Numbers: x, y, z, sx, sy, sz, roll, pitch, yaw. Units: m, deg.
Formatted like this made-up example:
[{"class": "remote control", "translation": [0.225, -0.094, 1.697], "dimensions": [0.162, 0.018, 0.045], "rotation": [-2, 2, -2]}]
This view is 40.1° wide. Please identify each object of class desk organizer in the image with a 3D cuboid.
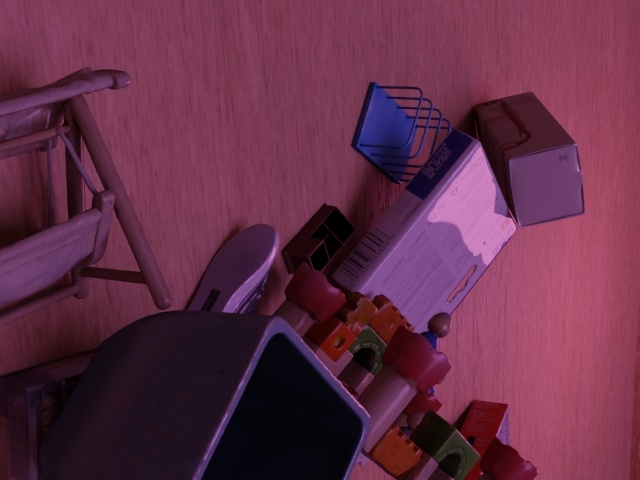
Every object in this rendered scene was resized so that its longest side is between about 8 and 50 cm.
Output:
[{"class": "desk organizer", "translation": [0.000, 0.000, 1.358], "dimensions": [0.130, 0.050, 0.047], "rotation": [-49, 135, -38]}]

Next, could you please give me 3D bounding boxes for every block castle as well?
[{"class": "block castle", "translation": [0.124, 0.231, 1.315], "dimensions": [0.213, 0.303, 0.453], "rotation": [-50, 135, -9]}]

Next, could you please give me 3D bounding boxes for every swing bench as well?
[{"class": "swing bench", "translation": [-0.300, -0.015, 0.825], "dimensions": [0.253, 0.165, 0.254], "rotation": [-28, 115, -49]}]

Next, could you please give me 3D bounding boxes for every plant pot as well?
[{"class": "plant pot", "translation": [-0.139, 0.219, 0.924], "dimensions": [0.247, 0.252, 0.248], "rotation": [53, 55, -46]}]

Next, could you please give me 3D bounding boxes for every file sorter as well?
[{"class": "file sorter", "translation": [0.151, -0.176, 1.492], "dimensions": [0.170, 0.104, 0.118], "rotation": [32, 71, -54]}]

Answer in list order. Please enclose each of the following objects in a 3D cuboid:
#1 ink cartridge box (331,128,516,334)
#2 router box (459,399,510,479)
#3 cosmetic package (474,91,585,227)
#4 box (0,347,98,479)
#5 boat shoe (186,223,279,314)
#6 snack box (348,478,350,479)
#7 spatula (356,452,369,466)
[{"class": "ink cartridge box", "translation": [0.195, 0.017, 1.537], "dimensions": [0.324, 0.071, 0.330], "rotation": [-51, 147, -7]}, {"class": "router box", "translation": [0.345, 0.571, 1.917], "dimensions": [0.301, 0.082, 0.335], "rotation": [-45, 133, -56]}, {"class": "cosmetic package", "translation": [0.399, -0.163, 1.701], "dimensions": [0.296, 0.129, 0.153], "rotation": [-98, 174, -63]}, {"class": "box", "translation": [-0.275, 0.249, 1.009], "dimensions": [0.183, 0.056, 0.231], "rotation": [-13, 108, -53]}, {"class": "boat shoe", "translation": [-0.118, 0.084, 1.185], "dimensions": [0.228, 0.080, 0.076], "rotation": [-62, 148, -24]}, {"class": "snack box", "translation": [0.003, 0.440, 1.360], "dimensions": [0.322, 0.060, 0.187], "rotation": [62, 27, -28]}, {"class": "spatula", "translation": [0.040, 0.340, 1.530], "dimensions": [0.242, 0.019, 0.168], "rotation": [-25, 119, -47]}]
